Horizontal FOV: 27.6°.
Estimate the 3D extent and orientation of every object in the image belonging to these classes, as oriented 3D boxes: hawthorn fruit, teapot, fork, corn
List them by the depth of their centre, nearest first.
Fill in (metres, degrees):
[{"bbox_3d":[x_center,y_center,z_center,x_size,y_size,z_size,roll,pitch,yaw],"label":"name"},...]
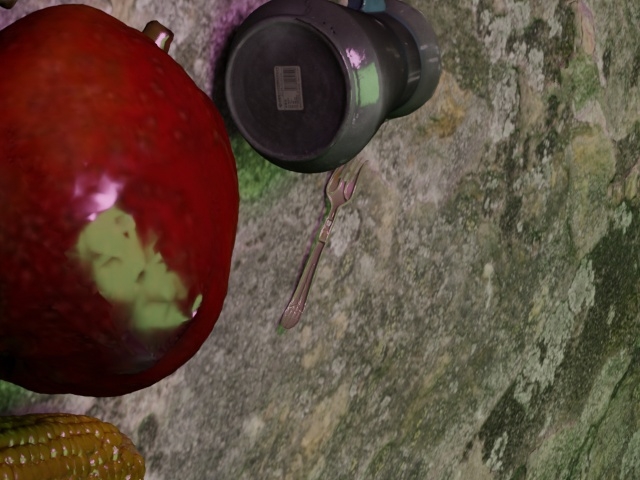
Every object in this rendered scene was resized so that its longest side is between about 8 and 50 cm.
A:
[{"bbox_3d":[-0.183,-0.042,0.955,0.265,0.265,0.307,49,55,-53],"label":"hawthorn fruit"},{"bbox_3d":[-0.264,0.200,1.052,0.322,0.119,0.119,5,98,-57],"label":"corn"},{"bbox_3d":[0.020,-0.184,1.302,0.225,0.171,0.203,-29,124,-58],"label":"teapot"},{"bbox_3d":[0.000,-0.001,1.466,0.028,0.034,0.219,84,29,-77],"label":"fork"}]

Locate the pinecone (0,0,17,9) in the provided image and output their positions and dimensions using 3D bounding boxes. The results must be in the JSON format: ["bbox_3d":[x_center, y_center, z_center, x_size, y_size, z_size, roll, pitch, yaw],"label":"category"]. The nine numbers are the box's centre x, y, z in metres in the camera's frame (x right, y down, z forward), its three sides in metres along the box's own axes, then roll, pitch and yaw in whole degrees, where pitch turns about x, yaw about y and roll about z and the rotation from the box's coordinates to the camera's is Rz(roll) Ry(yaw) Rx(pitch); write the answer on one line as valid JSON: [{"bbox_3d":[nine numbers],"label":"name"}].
[{"bbox_3d":[-0.258,-0.271,0.783,0.246,0.246,0.292,-27,109,-50],"label":"pinecone"}]
